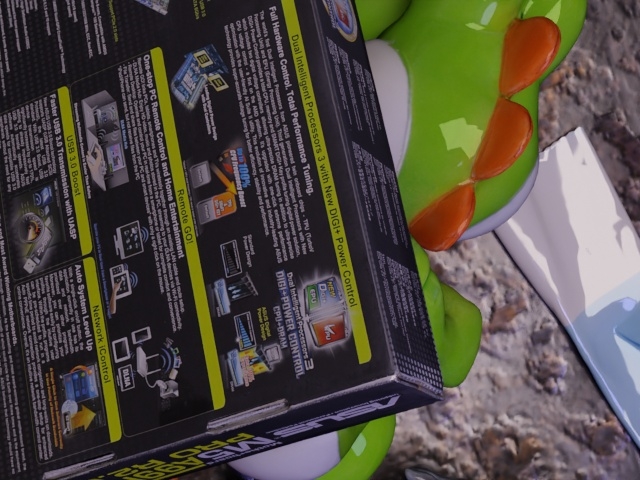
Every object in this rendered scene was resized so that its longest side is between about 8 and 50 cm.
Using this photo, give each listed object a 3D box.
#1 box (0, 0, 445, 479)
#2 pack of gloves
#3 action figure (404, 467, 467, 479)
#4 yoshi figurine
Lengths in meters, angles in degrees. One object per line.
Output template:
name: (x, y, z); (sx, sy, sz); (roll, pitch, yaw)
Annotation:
box: (-0.079, -0.031, 0.620); (0.216, 0.060, 0.270); (-20, 69, 19)
pack of gloves: (0.235, 0.016, 0.816); (0.195, 0.046, 0.232); (-36, 100, -11)
action figure: (0.081, 0.320, 0.728); (0.275, 0.248, 0.370); (18, 85, -37)
yoshi figurine: (0.001, -0.003, 0.715); (0.203, 0.203, 0.362); (35, 97, 25)
